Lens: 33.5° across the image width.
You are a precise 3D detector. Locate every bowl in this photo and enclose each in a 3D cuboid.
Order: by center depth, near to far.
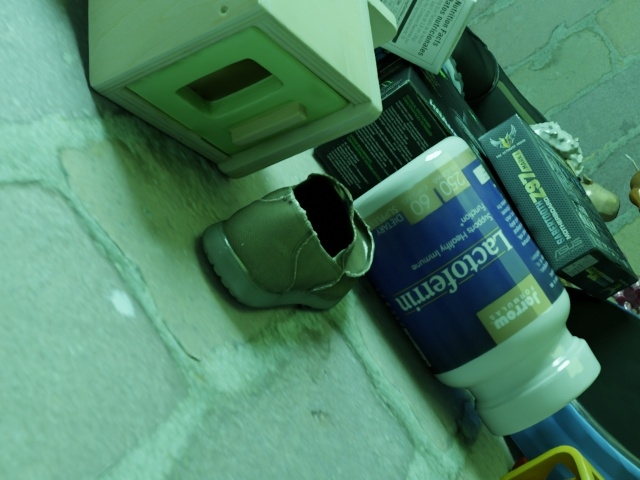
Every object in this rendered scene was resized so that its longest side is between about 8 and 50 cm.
[{"bbox_3d":[0.361,0.199,1.215,0.391,0.077,0.391,26,28,-15],"label":"bowl"}]

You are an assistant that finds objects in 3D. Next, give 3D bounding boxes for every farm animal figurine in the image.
[{"bbox_3d":[0.370,-0.015,1.615,0.326,0.330,0.172,18,35,-16],"label":"farm animal figurine"}]

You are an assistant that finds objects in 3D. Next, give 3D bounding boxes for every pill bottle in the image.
[{"bbox_3d":[0.143,0.046,1.023,0.265,0.153,0.153,55,18,0],"label":"pill bottle"}]

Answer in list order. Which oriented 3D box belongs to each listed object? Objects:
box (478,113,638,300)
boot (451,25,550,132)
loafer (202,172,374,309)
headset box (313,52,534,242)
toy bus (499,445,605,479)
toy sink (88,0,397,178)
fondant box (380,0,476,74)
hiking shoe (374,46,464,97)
[{"bbox_3d":[0.284,-0.033,1.252,0.232,0.059,0.183,22,40,-61],"label":"box"},{"bbox_3d":[0.251,-0.267,1.768,0.367,0.146,0.445,53,8,19],"label":"boot"},{"bbox_3d":[0.000,0.000,0.843,0.094,0.087,0.251,58,18,6],"label":"loafer"},{"bbox_3d":[0.128,-0.088,1.251,0.246,0.131,0.283,52,18,-12],"label":"headset box"},{"bbox_3d":[0.255,0.279,0.981,0.191,0.104,0.202,60,19,12],"label":"toy bus"},{"bbox_3d":[-0.047,-0.144,0.837,0.234,0.152,0.131,31,46,-53],"label":"toy sink"},{"bbox_3d":[0.013,-0.326,1.218,0.330,0.096,0.238,27,22,-3],"label":"fondant box"},{"bbox_3d":[0.072,-0.267,1.480,0.304,0.113,0.132,48,55,-8],"label":"hiking shoe"}]
